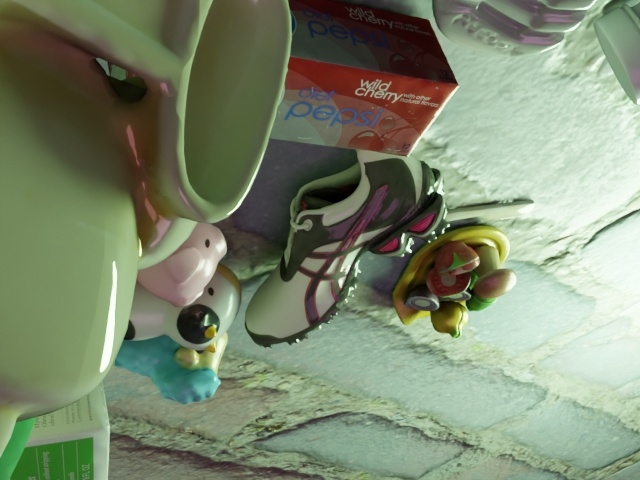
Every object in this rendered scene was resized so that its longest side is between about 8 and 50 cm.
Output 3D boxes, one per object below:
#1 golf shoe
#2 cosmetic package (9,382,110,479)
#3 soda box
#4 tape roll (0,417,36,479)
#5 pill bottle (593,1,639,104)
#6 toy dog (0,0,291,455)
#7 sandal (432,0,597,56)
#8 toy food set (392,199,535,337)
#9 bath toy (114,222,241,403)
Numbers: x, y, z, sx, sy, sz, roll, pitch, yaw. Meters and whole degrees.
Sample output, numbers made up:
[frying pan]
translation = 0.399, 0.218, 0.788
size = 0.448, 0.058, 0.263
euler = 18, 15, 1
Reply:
[golf shoe]
translation = 0.000, 0.000, 0.944
size = 0.120, 0.105, 0.273
euler = 34, 116, -30
[cosmetic package]
translation = -0.415, 0.198, 0.969
size = 0.365, 0.155, 0.197
euler = -7, 145, -17
[soda box]
translation = -0.028, -0.138, 0.733
size = 0.263, 0.083, 0.092
euler = 4, 141, -29
[tape roll]
translation = -0.345, 0.105, 0.721
size = 0.321, 0.321, 0.077
euler = -31, 142, 19
[pill bottle]
translation = 0.337, -0.195, 0.787
size = 0.186, 0.112, 0.112
euler = -27, 144, 13
[toy dog]
translation = -0.264, -0.041, 0.541
size = 0.407, 0.396, 0.284
euler = 1, 174, 36
[sandal]
translation = 0.181, -0.284, 0.622
size = 0.169, 0.102, 0.416
euler = 13, 150, -16
[toy food set]
translation = 0.168, 0.051, 1.088
size = 0.128, 0.071, 0.218
euler = -2, 142, -21
[bath toy]
translation = -0.153, 0.023, 0.864
size = 0.151, 0.129, 0.348
euler = -11, 144, -8
